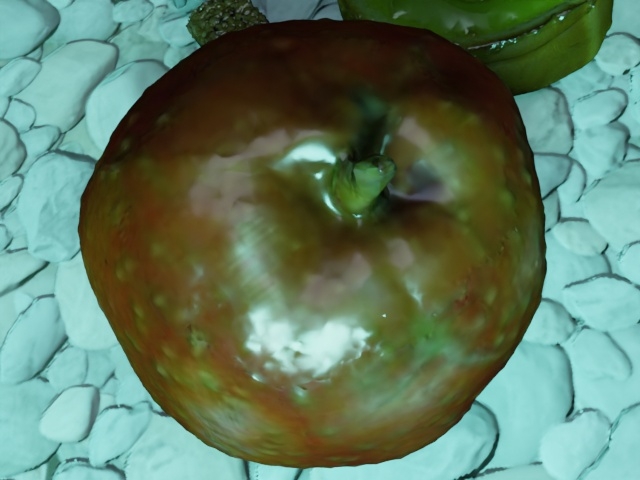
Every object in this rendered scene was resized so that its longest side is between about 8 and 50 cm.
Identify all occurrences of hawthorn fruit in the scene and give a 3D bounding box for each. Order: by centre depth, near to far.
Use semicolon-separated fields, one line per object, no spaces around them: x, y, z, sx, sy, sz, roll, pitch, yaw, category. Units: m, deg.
0.000;0.000;0.457;0.275;0.300;0.275;2;77;-7;hawthorn fruit

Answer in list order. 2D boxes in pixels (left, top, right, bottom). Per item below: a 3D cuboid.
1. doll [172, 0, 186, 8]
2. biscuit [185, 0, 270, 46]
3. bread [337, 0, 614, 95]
-0.077;-0.287;0.724;0.180;0.079;0.094;-41;37;9;doll
-0.051;-0.143;0.667;0.064;0.034;0.199;-32;62;-2;biscuit
0.123;-0.218;0.636;0.236;0.070;0.236;-6;63;12;bread
